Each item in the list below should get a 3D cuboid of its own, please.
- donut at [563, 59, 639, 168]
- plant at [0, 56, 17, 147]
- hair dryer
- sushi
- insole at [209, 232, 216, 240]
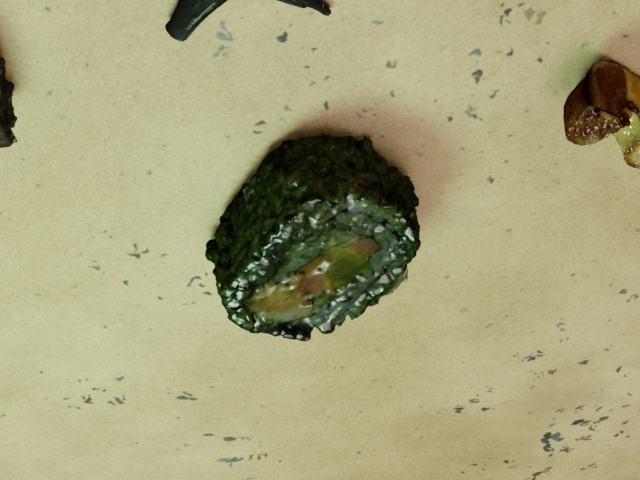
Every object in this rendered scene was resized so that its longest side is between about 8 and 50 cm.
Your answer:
[{"bbox_3d":[0.454,-0.191,1.549,0.217,0.141,0.085,20,142,-28],"label":"donut"},{"bbox_3d":[-0.561,-0.181,1.383,0.275,0.149,0.146,-10,123,-1],"label":"plant"},{"bbox_3d":[-0.085,-0.326,1.368,0.219,0.075,0.195,9,147,-30],"label":"hair dryer"},{"bbox_3d":[0.000,0.000,1.655,0.294,0.178,0.352,19,129,-31],"label":"sushi"},{"bbox_3d":[-0.127,0.037,1.806,0.065,0.004,0.197,-28,135,21],"label":"insole"}]
